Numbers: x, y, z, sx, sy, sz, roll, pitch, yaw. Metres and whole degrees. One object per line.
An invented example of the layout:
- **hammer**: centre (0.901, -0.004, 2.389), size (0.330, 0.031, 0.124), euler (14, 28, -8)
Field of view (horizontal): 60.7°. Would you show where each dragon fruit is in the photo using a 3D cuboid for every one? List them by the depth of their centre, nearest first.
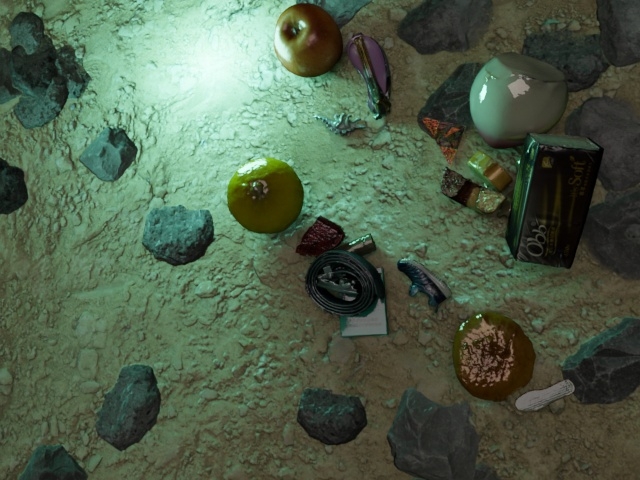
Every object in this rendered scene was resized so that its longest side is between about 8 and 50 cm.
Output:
- **dragon fruit**: centre (0.001, 0.000, 1.903), size (0.127, 0.120, 0.161), euler (38, 100, 4)

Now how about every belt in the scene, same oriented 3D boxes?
- **belt**: centre (0.084, 0.142, 1.796), size (0.267, 0.116, 0.207), euler (22, 99, 16)

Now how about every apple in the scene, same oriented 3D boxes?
- **apple**: centre (-0.051, -0.732, 1.999), size (0.251, 0.206, 0.272), euler (-18, 77, 13)

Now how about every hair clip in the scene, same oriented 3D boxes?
- **hair clip**: centre (0.189, -0.614, 1.995), size (0.110, 0.095, 0.359), euler (-33, 60, 42)

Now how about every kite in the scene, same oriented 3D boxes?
- **kite**: centre (0.453, -0.369, 1.906), size (0.125, 0.008, 0.222), euler (-27, 74, 7)

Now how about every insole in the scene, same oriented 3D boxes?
- **insole**: centre (0.691, 0.480, 1.685), size (0.188, 0.004, 0.064), euler (-26, 76, 8)

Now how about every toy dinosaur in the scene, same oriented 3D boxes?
- **toy dinosaur**: centre (0.062, -0.428, 1.997), size (0.208, 0.039, 0.082), euler (17, 86, 17)

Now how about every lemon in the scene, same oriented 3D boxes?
- **lemon**: centre (-0.189, -0.152, 1.887), size (0.292, 0.293, 0.293), euler (-3, 79, 13)

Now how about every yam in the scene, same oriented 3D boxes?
- **yam**: centre (0.109, 0.036, 1.883), size (0.169, 0.068, 0.068), euler (-23, 75, 7)

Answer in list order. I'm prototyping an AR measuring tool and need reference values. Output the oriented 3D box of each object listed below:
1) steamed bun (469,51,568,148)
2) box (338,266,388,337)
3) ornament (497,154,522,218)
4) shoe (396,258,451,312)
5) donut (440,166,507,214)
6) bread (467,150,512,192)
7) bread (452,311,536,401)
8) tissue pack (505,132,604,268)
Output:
- **steamed bun**: centre (0.615, -0.424, 1.753), size (0.309, 0.309, 0.310), euler (-3, 79, 13)
- **box**: centre (0.143, 0.210, 1.853), size (0.160, 0.042, 0.227), euler (-6, 78, 12)
- **ornament**: centre (0.692, -0.173, 1.781), size (0.244, 0.061, 0.231), euler (-7, 80, 17)
- **shoe**: centre (0.328, 0.141, 1.794), size (0.207, 0.091, 0.106), euler (43, 86, 14)
- **donut**: centre (0.497, -0.148, 1.788), size (0.217, 0.141, 0.085), euler (30, 97, 26)
- **bread**: centre (0.547, -0.224, 1.789), size (0.073, 0.122, 0.149), euler (-45, 45, 7)
- **bread**: centre (0.528, 0.352, 1.680), size (0.268, 0.146, 0.269), euler (-2, 81, 10)
- **tissue pack**: centre (0.685, -0.118, 1.627), size (0.198, 0.210, 0.370), euler (6, 112, 6)
